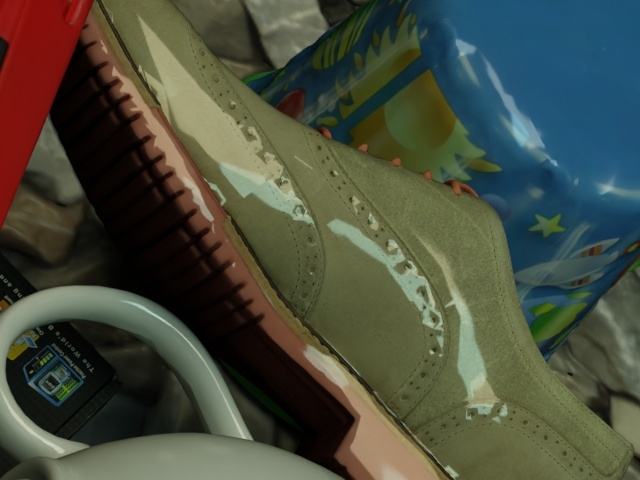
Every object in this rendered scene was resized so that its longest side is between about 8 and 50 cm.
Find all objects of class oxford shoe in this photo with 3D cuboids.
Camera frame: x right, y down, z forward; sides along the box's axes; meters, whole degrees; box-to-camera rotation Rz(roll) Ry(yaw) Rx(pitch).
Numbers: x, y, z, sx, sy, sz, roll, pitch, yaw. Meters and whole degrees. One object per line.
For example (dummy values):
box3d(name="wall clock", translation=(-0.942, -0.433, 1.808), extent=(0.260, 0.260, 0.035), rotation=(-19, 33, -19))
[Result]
box3d(name="oxford shoe", translation=(0.000, 0.000, 0.857), extent=(0.130, 0.123, 0.348), rotation=(-38, 100, -17))

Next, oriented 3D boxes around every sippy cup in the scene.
box3d(name="sippy cup", translation=(0.072, -0.037, 1.009), extent=(0.240, 0.224, 0.305), rotation=(47, 46, 2))

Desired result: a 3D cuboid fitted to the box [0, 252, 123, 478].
box3d(name="box", translation=(-0.249, 0.036, 0.850), extent=(0.270, 0.060, 0.216), rotation=(46, 46, 0))

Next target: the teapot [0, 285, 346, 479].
box3d(name="teapot", translation=(-0.090, 0.167, 0.747), extent=(0.187, 0.252, 0.256), rotation=(29, 3, -19))

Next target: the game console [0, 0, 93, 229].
box3d(name="game console", translation=(-0.280, -0.085, 0.772), extent=(0.387, 0.060, 0.342), rotation=(3, 53, 14))
